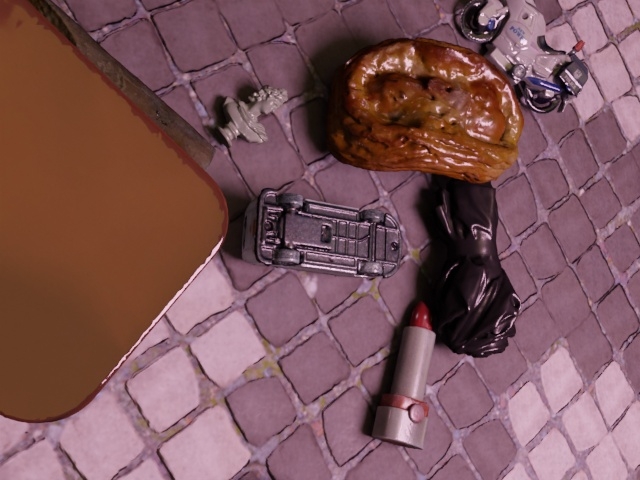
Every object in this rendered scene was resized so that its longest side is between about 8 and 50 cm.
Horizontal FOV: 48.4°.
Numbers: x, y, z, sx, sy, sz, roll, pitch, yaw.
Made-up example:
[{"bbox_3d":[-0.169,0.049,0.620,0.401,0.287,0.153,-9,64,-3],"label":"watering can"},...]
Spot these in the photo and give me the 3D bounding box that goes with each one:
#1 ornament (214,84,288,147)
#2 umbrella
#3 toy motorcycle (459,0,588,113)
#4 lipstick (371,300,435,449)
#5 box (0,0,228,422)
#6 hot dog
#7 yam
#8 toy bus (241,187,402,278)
[{"bbox_3d":[-0.085,-0.148,0.847,0.068,0.041,0.092,25,80,-18],"label":"ornament"},{"bbox_3d":[0.202,-0.015,0.953,0.118,0.118,0.340,7,77,-28],"label":"umbrella"},{"bbox_3d":[0.319,-0.300,1.069,0.221,0.102,0.150,44,85,-14],"label":"toy motorcycle"},{"bbox_3d":[0.117,0.164,0.905,0.063,0.057,0.186,23,69,-24],"label":"lipstick"},{"bbox_3d":[-0.295,-0.034,0.602,0.339,0.229,0.239,45,64,-16],"label":"box"},{"bbox_3d":[0.140,-0.159,0.888,0.258,0.114,0.175,5,69,-8],"label":"hot dog"},{"bbox_3d":[-0.223,-0.136,0.730,0.259,0.106,0.106,40,66,-20],"label":"yam"},{"bbox_3d":[0.000,0.000,0.843,0.193,0.089,0.087,8,77,-28],"label":"toy bus"}]
